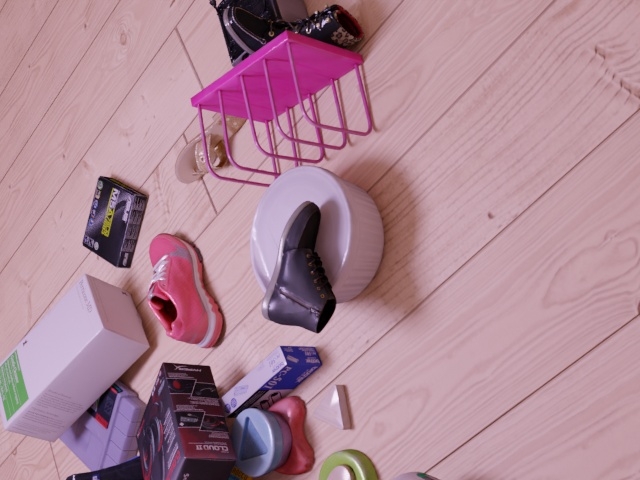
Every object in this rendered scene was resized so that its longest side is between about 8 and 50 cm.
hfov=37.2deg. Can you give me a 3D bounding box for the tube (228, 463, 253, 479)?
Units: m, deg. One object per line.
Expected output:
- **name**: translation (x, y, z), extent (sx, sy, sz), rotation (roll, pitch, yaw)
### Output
- **tube**: translation (-0.179, 0.515, 1.950), extent (0.080, 0.052, 0.207), rotation (20, 95, 23)

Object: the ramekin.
- **ramekin**: translation (0.000, 0.000, 1.781), extent (0.273, 0.127, 0.273), rotation (-8, 79, 44)

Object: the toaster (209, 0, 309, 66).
- **toaster**: translation (-0.126, -0.468, 1.985), extent (0.168, 0.110, 0.186), rotation (-35, 61, 36)

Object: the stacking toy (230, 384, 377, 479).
- **stacking toy**: translation (-0.052, 0.429, 1.770), extent (0.279, 0.130, 0.309), rotation (-38, 60, 36)

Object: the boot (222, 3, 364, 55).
- **boot**: translation (-0.050, -0.411, 1.824), extent (0.178, 0.236, 0.085), rotation (-26, 50, 36)

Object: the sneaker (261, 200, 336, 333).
- **sneaker**: translation (-0.013, 0.048, 1.656), extent (0.118, 0.083, 0.222), rotation (16, 89, 26)

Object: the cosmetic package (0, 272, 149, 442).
- **cosmetic package**: translation (-0.596, 0.282, 2.259), extent (0.365, 0.155, 0.197), rotation (-46, 46, 14)

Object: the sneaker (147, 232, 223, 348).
- **sneaker**: translation (-0.326, 0.097, 2.091), extent (0.116, 0.136, 0.314), rotation (-50, 52, 27)

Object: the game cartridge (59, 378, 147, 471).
- **game cartridge**: translation (-0.559, 0.429, 2.338), extent (0.355, 0.068, 0.230), rotation (26, 107, 44)

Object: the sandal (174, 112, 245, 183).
- **sandal**: translation (-0.234, -0.193, 2.073), extent (0.240, 0.088, 0.079), rotation (-49, 47, 23)

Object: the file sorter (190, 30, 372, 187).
- **file sorter**: translation (-0.073, -0.237, 1.837), extent (0.290, 0.202, 0.182), rotation (-26, 68, 40)

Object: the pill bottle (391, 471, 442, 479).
- **pill bottle**: translation (0.244, 0.497, 1.410), extent (0.361, 0.204, 0.204), rotation (14, 94, 46)

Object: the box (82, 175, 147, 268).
- **box**: translation (-0.515, -0.048, 2.368), extent (0.184, 0.045, 0.191), rotation (27, 104, 46)

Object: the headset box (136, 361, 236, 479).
- **headset box**: translation (-0.268, 0.419, 1.876), extent (0.218, 0.110, 0.293), rotation (-67, 29, 29)

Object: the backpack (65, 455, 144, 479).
- **backpack**: translation (-0.377, 0.589, 2.004), extent (0.263, 0.213, 0.276), rotation (-31, 59, -6)

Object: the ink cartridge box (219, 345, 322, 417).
- **ink cartridge box**: translation (-0.099, 0.279, 1.863), extent (0.207, 0.097, 0.046), rotation (-45, 55, 32)
